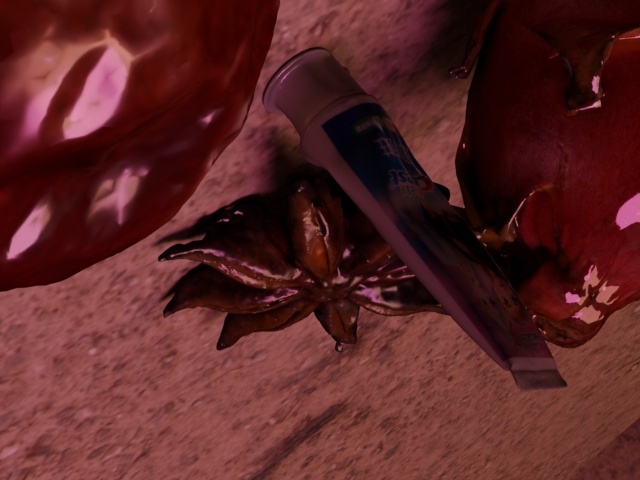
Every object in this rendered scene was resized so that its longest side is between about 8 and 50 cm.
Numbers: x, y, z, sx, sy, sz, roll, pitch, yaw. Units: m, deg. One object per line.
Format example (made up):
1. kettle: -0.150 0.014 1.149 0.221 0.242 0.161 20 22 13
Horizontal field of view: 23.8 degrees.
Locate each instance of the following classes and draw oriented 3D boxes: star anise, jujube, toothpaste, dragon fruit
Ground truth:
1. star anise: 0.000 0.000 1.132 0.272 0.102 0.272 -7 151 -4
2. jujube: -0.122 -0.104 0.530 0.213 0.232 0.213 -31 156 -16
3. toothpaste: 0.062 -0.010 0.961 0.061 0.266 0.096 -45 159 18
4. dragon fruit: 0.209 -0.089 1.050 0.315 0.250 0.250 -49 164 -27
